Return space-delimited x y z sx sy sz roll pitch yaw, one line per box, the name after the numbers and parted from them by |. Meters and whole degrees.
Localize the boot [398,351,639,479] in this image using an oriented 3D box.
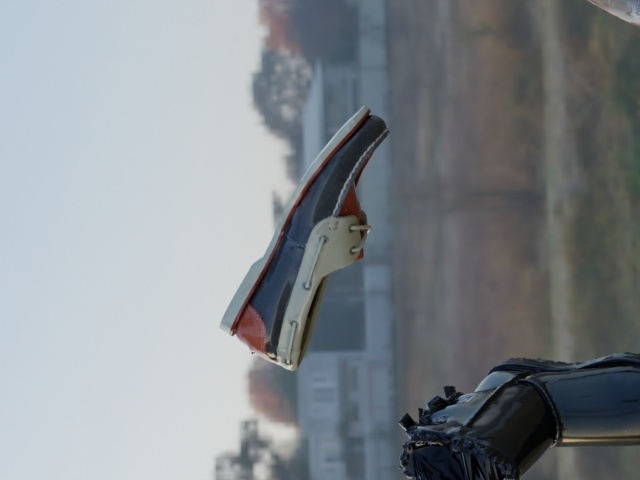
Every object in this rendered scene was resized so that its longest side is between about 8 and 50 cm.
0.103 0.088 0.758 0.099 0.121 0.045 -28 -67 -50 | boot

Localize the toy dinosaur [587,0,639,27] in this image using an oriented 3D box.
0.066 -0.117 0.547 0.112 0.064 0.211 40 -164 -29 | toy dinosaur

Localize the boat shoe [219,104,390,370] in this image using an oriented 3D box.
0.000 0.000 0.759 0.137 0.043 0.049 -60 -8 24 | boat shoe
